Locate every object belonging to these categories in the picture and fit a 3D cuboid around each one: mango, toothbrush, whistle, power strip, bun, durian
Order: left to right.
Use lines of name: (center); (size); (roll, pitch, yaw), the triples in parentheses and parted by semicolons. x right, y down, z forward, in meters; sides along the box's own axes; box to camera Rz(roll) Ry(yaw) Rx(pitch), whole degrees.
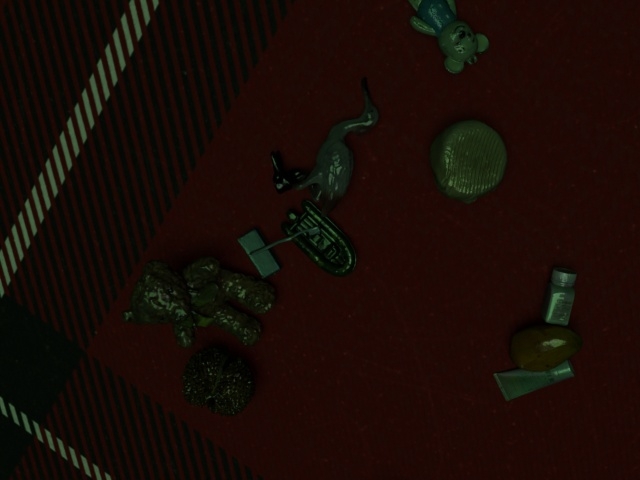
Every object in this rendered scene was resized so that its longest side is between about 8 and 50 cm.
durian: (-0.252, 0.357, 1.620); (0.196, 0.196, 0.167); (17, 110, 7)
power strip: (-0.145, 0.032, 1.609); (0.056, 0.032, 0.123); (-31, 96, 16)
toothbrush: (-0.087, 0.003, 1.556); (0.193, 0.013, 0.019); (-20, 107, 21)
whistle: (0.255, -0.469, 1.404); (0.114, 0.077, 0.236); (-39, 90, -3)
bun: (0.312, -0.169, 1.437); (0.166, 0.113, 0.173); (44, 83, -6)
mango: (0.497, 0.239, 1.484); (0.115, 0.089, 0.165); (31, 143, -11)

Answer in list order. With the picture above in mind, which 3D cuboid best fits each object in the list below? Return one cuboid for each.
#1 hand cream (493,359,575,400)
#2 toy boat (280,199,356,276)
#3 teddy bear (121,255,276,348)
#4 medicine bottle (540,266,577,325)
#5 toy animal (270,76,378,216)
hand cream: (0.502, 0.320, 1.550); (0.174, 0.047, 0.076); (-25, 98, 23)
toy boat: (0.000, 0.000, 1.564); (0.210, 0.052, 0.104); (45, 104, 2)
teddy bear: (-0.278, 0.150, 1.557); (0.296, 0.222, 0.246); (26, 112, 6)
medicine bottle: (0.535, 0.123, 1.480); (0.055, 0.074, 0.118); (10, 103, 9)
toy animal: (0.030, -0.192, 1.497); (0.324, 0.090, 0.195); (-38, 84, 14)
